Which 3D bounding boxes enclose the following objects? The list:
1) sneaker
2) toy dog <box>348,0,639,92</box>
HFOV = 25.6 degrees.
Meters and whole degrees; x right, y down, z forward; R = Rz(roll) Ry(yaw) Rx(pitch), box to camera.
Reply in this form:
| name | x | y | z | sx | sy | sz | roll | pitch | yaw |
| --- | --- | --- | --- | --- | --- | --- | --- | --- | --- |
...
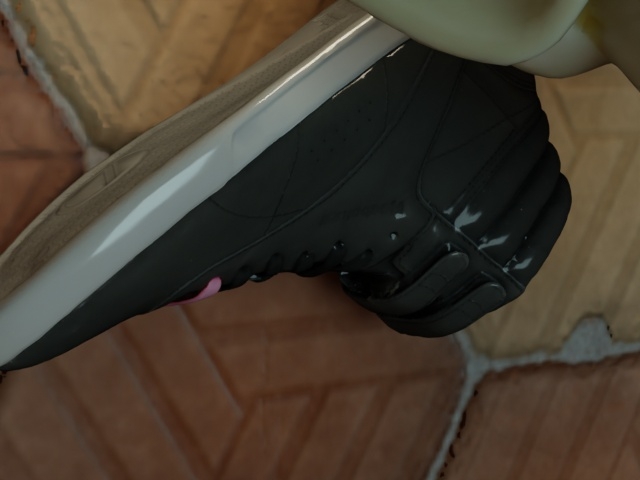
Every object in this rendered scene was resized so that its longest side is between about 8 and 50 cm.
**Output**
| name | x | y | z | sx | sy | sz | roll | pitch | yaw |
| --- | --- | --- | --- | --- | --- | --- | --- | --- | --- |
| sneaker | 0.000 | 0.000 | 0.575 | 0.295 | 0.104 | 0.147 | -38 | 108 | -29 |
| toy dog | 0.211 | -0.199 | 0.559 | 0.395 | 0.285 | 0.408 | 39 | 30 | 6 |
